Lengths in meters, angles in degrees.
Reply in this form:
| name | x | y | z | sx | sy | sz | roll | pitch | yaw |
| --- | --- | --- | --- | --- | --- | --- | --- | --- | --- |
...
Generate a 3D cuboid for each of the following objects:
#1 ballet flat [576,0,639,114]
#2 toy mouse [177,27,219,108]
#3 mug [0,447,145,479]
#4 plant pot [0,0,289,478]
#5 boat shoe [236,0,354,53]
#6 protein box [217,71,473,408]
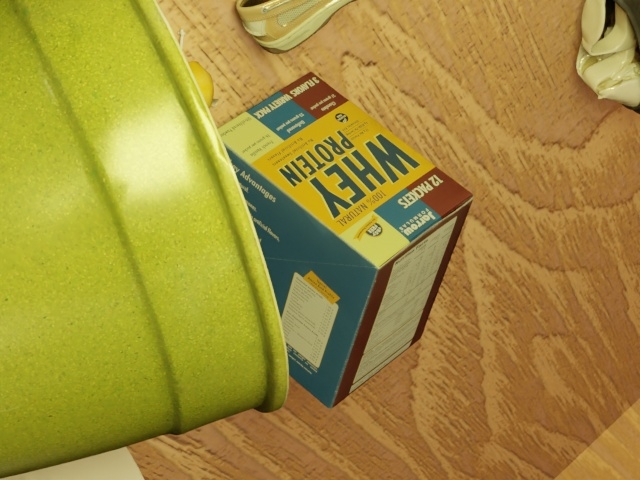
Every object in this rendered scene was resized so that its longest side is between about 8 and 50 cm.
| name | x | y | z | sx | sy | sz | roll | pitch | yaw |
| --- | --- | --- | --- | --- | --- | --- | --- | --- | --- |
| ballet flat | 0.321 | -0.214 | 1.863 | 0.096 | 0.095 | 0.280 | -28 | 142 | -9 |
| toy mouse | -0.141 | -0.084 | 1.452 | 0.143 | 0.031 | 0.161 | -40 | 154 | -7 |
| mug | -0.330 | 0.274 | 1.505 | 0.328 | 0.276 | 0.374 | -19 | 116 | -28 |
| plant pot | -0.258 | 0.010 | 1.123 | 0.353 | 0.366 | 0.366 | -23 | 150 | -13 |
| boat shoe | 0.013 | -0.233 | 1.415 | 0.190 | 0.068 | 0.072 | -43 | 143 | 0 |
| protein box | 0.000 | 0.000 | 1.570 | 0.136 | 0.200 | 0.201 | -35 | 155 | -37 |
